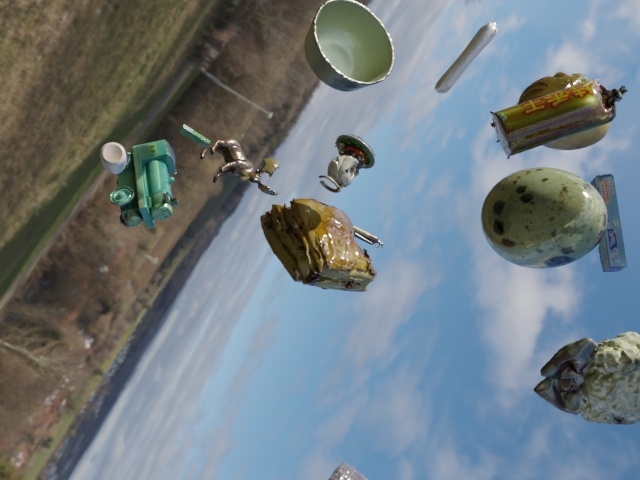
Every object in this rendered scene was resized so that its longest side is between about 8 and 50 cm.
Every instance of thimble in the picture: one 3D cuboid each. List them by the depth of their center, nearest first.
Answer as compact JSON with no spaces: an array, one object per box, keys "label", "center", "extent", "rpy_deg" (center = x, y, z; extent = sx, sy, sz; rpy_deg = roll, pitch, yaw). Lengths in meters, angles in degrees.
[{"label":"thimble","center":[0.047,0.586,1.455],"extent":[0.150,0.098,0.150],"rpy_deg":[-50,163,-22]}]

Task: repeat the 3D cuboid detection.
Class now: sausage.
[{"label":"sausage","center":[0.585,-0.303,1.567],"extent":[0.318,0.117,0.125],"rpy_deg":[-18,-125,12]}]

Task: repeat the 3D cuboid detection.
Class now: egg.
[{"label":"egg","center":[0.615,-0.060,1.794],"extent":[0.287,0.288,0.379],"rpy_deg":[-60,-155,-2]}]

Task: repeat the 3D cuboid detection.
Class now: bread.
[{"label":"bread","center":[0.000,0.000,1.896],"extent":[0.324,0.278,0.167],"rpy_deg":[53,-56,41]},{"label":"bread","center":[0.794,-0.436,2.114],"extent":[0.160,0.333,0.333],"rpy_deg":[81,24,-44]}]

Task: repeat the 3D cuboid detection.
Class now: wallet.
[{"label":"wallet","center":[0.329,-0.412,1.459],"extent":[0.190,0.033,0.095],"rpy_deg":[-50,-172,11]}]

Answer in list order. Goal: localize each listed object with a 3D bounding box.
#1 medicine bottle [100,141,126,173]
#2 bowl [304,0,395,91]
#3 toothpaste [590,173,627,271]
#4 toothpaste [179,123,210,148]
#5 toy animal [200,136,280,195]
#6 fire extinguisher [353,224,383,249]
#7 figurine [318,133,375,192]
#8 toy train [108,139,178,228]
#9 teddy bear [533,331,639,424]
[{"label":"medicine bottle","center":[-0.443,-0.175,1.382],"extent":[0.052,0.052,0.089],"rpy_deg":[-62,-171,-15]},{"label":"bowl","center":[0.051,-0.424,1.451],"extent":[0.112,0.211,0.211],"rpy_deg":[-24,-145,57]},{"label":"toothpaste","center":[0.815,-0.049,1.827],"extent":[0.066,0.053,0.272],"rpy_deg":[59,29,-74]},{"label":"toothpaste","center":[-0.329,-0.273,1.692],"extent":[0.020,0.083,0.017],"rpy_deg":[-42,-150,32]},{"label":"toy animal","center":[-0.217,-0.211,1.823],"extent":[0.186,0.214,0.093],"rpy_deg":[-14,156,-39]},{"label":"fire extinguisher","center":[0.135,-0.018,2.108],"extent":[0.035,0.173,0.049],"rpy_deg":[-64,-174,5]},{"label":"figurine","center":[0.059,-0.199,1.767],"extent":[0.153,0.132,0.132],"rpy_deg":[-53,-175,-23]},{"label":"toy train","center":[-0.518,-0.166,1.904],"extent":[0.120,0.194,0.298],"rpy_deg":[84,-10,-50]},{"label":"teddy bear","center":[0.657,0.226,1.276],"extent":[0.375,0.362,0.327],"rpy_deg":[-49,154,-39]}]
